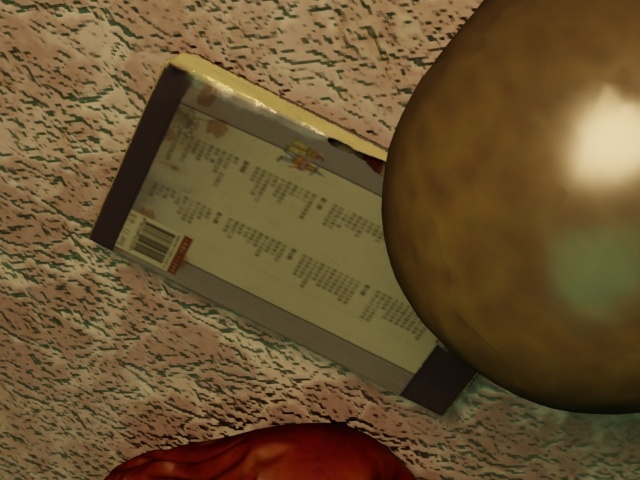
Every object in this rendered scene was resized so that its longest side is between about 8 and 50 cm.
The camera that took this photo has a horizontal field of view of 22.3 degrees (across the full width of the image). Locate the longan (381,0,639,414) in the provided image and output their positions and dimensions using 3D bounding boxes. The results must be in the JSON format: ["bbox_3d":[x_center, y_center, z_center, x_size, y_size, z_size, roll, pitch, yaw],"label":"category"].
[{"bbox_3d":[0.120,-0.020,0.700,0.198,0.198,0.212,43,132,-21],"label":"longan"}]

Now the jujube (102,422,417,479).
[{"bbox_3d":[-0.043,0.189,0.994,0.230,0.155,0.155,-5,130,36],"label":"jujube"}]

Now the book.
[{"bbox_3d":[0.000,-0.001,0.880,0.231,0.026,0.157,27,138,-5],"label":"book"}]
